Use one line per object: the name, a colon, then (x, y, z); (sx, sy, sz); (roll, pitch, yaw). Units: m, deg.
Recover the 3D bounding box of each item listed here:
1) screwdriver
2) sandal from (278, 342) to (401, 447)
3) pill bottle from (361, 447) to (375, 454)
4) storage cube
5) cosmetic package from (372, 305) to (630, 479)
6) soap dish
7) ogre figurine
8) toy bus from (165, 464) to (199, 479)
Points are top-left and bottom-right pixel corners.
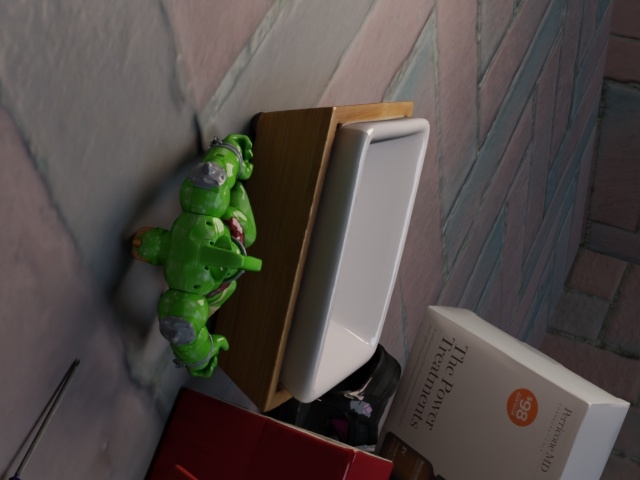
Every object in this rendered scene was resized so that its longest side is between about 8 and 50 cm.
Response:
screwdriver: (-0.209, 0.160, 0.805); (0.025, 0.024, 0.170); (52, 50, -32)
sandal: (0.056, 0.193, 1.445); (0.446, 0.107, 0.167); (27, 82, -72)
pill bottle: (0.064, 0.410, 1.672); (0.103, 0.103, 0.184); (87, 27, -46)
storage cube: (-0.057, 0.269, 1.078); (0.215, 0.184, 0.193); (47, 62, -69)
cosmetic package: (0.196, 0.312, 1.440); (0.097, 0.284, 0.377); (7, 106, -44)
soap dish: (0.000, 0.000, 1.100); (0.229, 0.118, 0.291); (-21, 126, -67)
ogre figurine: (-0.091, 0.009, 0.891); (0.197, 0.097, 0.118); (-61, 173, 0)
toy bus: (-0.138, 0.293, 0.876); (0.202, 0.191, 0.104); (-30, 167, 14)
